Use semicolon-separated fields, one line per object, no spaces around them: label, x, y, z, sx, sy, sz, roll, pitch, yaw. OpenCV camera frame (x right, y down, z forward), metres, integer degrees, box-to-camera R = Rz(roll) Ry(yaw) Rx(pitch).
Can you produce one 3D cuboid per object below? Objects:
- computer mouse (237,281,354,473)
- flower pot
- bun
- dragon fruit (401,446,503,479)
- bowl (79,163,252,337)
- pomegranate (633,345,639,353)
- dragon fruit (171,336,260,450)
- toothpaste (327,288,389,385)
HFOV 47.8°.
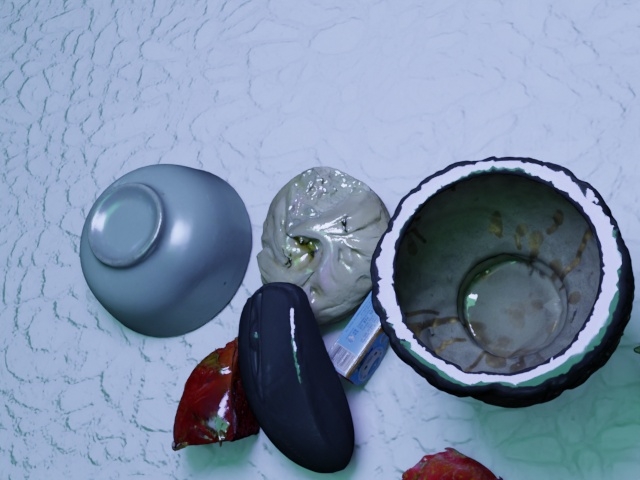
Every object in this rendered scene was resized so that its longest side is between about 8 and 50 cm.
computer mouse;-0.047;0.188;0.959;0.137;0.086;0.270;-30;78;44
flower pot;0.217;0.068;0.837;0.266;0.267;0.267;-7;69;20
bun;0.000;0.000;1.029;0.209;0.116;0.237;-12;71;19
dragon fruit;0.154;0.328;0.868;0.153;0.111;0.153;-5;75;18
bowl;-0.266;-0.003;1.121;0.289;0.146;0.289;-7;70;20
pomegranate;0.422;0.146;0.793;0.129;0.159;0.130;-4;85;46
dragon fruit;-0.158;0.213;1.023;0.120;0.127;0.161;-7;72;12
toothpaste;0.085;0.107;0.996;0.044;0.070;0.193;31;79;32
